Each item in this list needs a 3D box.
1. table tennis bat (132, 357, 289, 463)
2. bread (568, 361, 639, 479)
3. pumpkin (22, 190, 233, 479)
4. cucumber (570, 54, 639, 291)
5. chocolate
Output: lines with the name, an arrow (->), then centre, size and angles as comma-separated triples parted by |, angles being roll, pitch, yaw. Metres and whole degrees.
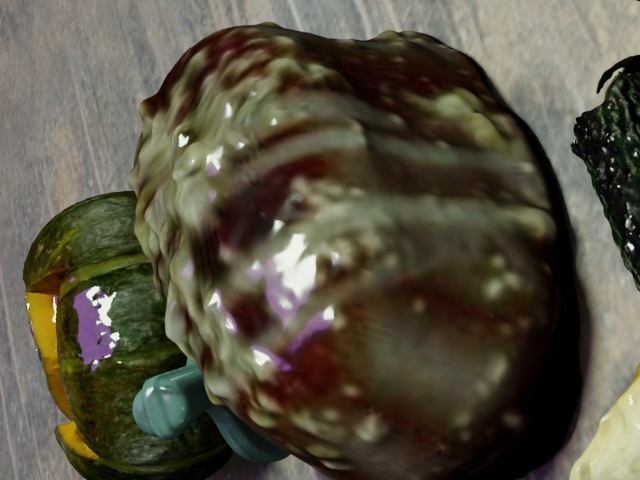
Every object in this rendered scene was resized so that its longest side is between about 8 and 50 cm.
table tennis bat -> -0.064, 0.088, 1.176 | 0.038, 0.237, 0.149 | -17, 94, 20
bread -> 0.195, 0.130, 0.730 | 0.183, 0.211, 0.224 | 15, 89, 27
pumpkin -> -0.132, 0.075, 1.321 | 0.238, 0.159, 0.238 | 167, 90, -69
cucumber -> 0.192, 0.010, 0.918 | 0.067, 0.067, 0.245 | -53, 42, 39
chocolate -> 0.000, 0.000, 1.086 | 0.225, 0.210, 0.340 | -53, 44, 35
